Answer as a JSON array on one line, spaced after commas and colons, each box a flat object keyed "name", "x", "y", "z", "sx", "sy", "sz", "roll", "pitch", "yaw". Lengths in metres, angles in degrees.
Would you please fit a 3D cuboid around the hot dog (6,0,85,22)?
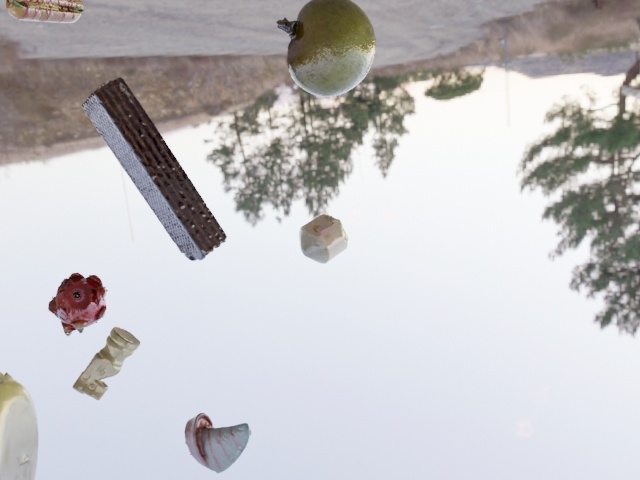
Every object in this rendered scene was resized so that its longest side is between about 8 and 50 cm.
[{"name": "hot dog", "x": -0.714, "y": -0.628, "z": 1.815, "sx": 0.076, "sy": 0.104, "sz": 0.250, "roll": 0, "pitch": -169, "yaw": 30}]

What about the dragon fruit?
[{"name": "dragon fruit", "x": -0.486, "y": 0.126, "z": 1.380, "sx": 0.126, "sy": 0.112, "sz": 0.068, "roll": -33, "pitch": -173, "yaw": -2}]

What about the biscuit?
[{"name": "biscuit", "x": -0.324, "y": -0.132, "z": 1.367, "sx": 0.073, "sy": 0.388, "sz": 0.107, "roll": -38, "pitch": -165, "yaw": -28}]

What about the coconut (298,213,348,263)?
[{"name": "coconut", "x": 0.000, "y": 0.000, "z": 1.771, "sx": 0.122, "sy": 0.116, "sz": 0.116, "roll": -37, "pitch": -150, "yaw": -31}]

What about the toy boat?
[{"name": "toy boat", "x": -0.313, "y": 0.647, "z": 2.223, "sx": 0.282, "sy": 0.206, "sz": 0.096, "roll": -20, "pitch": 176, "yaw": 36}]

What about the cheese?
[{"name": "cheese", "x": -0.529, "y": 0.365, "z": 1.093, "sx": 0.128, "sy": 0.315, "sz": 0.259, "roll": 2, "pitch": 177, "yaw": -11}]

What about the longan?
[{"name": "longan", "x": 0.006, "y": -0.318, "z": 1.121, "sx": 0.176, "sy": 0.154, "sz": 0.145, "roll": 12, "pitch": 154, "yaw": -21}]

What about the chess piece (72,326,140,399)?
[{"name": "chess piece", "x": -0.586, "y": 0.339, "z": 1.884, "sx": 0.090, "sy": 0.200, "sz": 0.090, "roll": 37, "pitch": 180, "yaw": 0}]
